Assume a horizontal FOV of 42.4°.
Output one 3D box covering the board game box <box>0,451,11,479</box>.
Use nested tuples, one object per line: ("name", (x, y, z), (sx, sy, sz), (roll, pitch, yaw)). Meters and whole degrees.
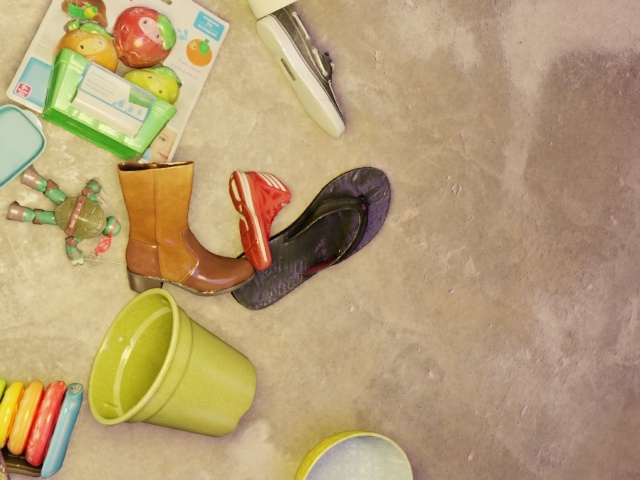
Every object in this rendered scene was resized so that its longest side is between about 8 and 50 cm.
("board game box", (-0.750, 0.409, 1.474), (0.347, 0.056, 0.208), (-14, 98, 0))

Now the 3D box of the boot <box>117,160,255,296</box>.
("boot", (-0.260, -0.032, 1.638), (0.264, 0.096, 0.280), (3, 118, -1))

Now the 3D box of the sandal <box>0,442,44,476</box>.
("sandal", (-0.636, 0.415, 1.588), (0.219, 0.090, 0.060), (29, 105, -31))

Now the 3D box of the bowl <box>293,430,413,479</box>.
("bowl", (0.049, 0.554, 1.866), (0.290, 0.156, 0.289), (-2, 96, -24))

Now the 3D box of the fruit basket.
("fruit basket", (-0.370, -0.351, 1.581), (0.327, 0.165, 0.353), (28, 80, -24))

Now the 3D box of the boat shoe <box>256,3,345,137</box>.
("boat shoe", (-0.017, -0.367, 1.779), (0.102, 0.108, 0.301), (-37, 102, -16))

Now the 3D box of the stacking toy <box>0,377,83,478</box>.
("stacking toy", (-0.615, 0.319, 1.557), (0.302, 0.175, 0.165), (17, 89, -12))

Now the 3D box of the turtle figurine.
("turtle figurine", (-0.470, -0.050, 1.592), (0.234, 0.118, 0.175), (23, 74, -15))

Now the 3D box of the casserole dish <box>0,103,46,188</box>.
("casserole dish", (-0.596, -0.170, 1.538), (0.188, 0.037, 0.114), (-40, 104, 2))

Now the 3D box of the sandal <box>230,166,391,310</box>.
("sandal", (0.000, 0.003, 1.815), (0.446, 0.107, 0.167), (-39, 109, -16))

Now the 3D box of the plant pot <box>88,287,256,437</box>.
("plant pot", (-0.277, 0.272, 1.649), (0.254, 0.276, 0.276), (33, 81, -35))

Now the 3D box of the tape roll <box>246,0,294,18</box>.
("tape roll", (-0.027, -0.552, 1.652), (0.286, 0.286, 0.100), (-34, 107, -18))

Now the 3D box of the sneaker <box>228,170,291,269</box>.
("sneaker", (-0.106, -0.051, 1.746), (0.128, 0.087, 0.221), (-8, 76, -28))
